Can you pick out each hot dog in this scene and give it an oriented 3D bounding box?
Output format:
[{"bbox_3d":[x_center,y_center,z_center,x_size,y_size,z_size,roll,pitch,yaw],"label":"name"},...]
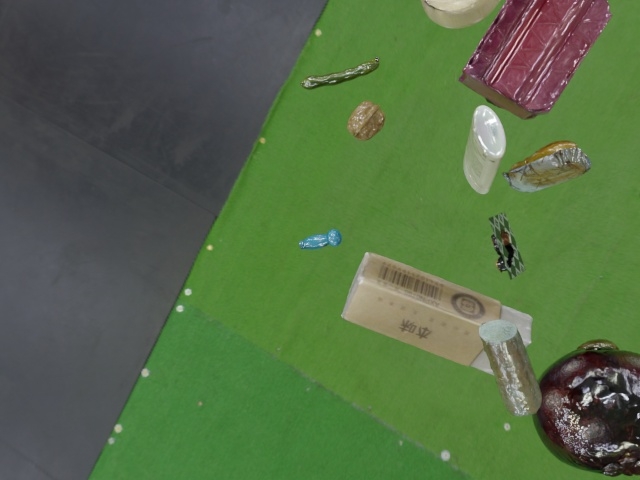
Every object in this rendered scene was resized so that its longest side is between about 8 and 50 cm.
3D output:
[{"bbox_3d":[0.677,-0.217,1.695,0.162,0.270,0.082,21,67,-24],"label":"hot dog"}]

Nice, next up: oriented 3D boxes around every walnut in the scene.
[{"bbox_3d":[0.110,-0.286,1.347,0.079,0.082,0.096,40,99,-5],"label":"walnut"}]

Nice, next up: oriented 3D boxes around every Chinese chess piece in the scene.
[{"bbox_3d":[0.419,-0.758,1.674,0.249,0.103,0.250,-8,72,28],"label":"Chinese chess piece"}]

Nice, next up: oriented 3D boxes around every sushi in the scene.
[{"bbox_3d":[0.353,0.011,1.098,0.026,0.120,0.126,-21,85,34],"label":"sushi"}]

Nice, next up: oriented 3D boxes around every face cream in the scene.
[{"bbox_3d":[0.501,-0.264,1.746,0.081,0.348,0.174,-15,73,5],"label":"face cream"}]

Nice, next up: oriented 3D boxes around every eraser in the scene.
[{"bbox_3d":[0.221,0.149,1.100,0.343,0.078,0.144,21,136,3],"label":"eraser"}]

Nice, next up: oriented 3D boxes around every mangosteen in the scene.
[{"bbox_3d":[0.607,0.348,1.205,0.296,0.297,0.294,2,67,13],"label":"mangosteen"}]

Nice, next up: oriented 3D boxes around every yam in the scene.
[{"bbox_3d":[0.252,0.168,0.747,0.054,0.054,0.132,-21,111,11],"label":"yam"}]

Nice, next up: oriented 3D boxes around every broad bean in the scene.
[{"bbox_3d":[0.062,-0.504,1.717,0.256,0.052,0.053,-16,75,3],"label":"broad bean"}]

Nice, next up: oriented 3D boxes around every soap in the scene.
[{"bbox_3d":[0.371,-0.343,0.951,0.162,0.099,0.250,34,98,6],"label":"soap"}]

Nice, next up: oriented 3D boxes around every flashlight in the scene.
[{"bbox_3d":[0.000,0.000,1.620,0.129,0.051,0.051,-11,86,16],"label":"flashlight"}]
